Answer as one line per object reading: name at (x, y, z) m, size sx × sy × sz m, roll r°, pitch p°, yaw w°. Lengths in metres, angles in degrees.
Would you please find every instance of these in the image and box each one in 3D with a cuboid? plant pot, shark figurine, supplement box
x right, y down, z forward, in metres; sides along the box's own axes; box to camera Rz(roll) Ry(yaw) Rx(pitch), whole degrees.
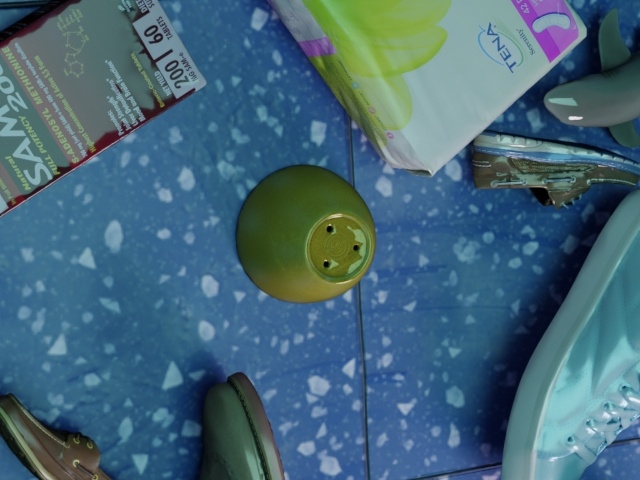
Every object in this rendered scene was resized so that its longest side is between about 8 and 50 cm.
plant pot at (0.000, 0.000, 1.459) m, size 0.134 × 0.095 × 0.134 m, roll -3°, pitch 99°, yaw -22°
shark figurine at (0.353, -0.194, 1.559) m, size 0.166 × 0.116 × 0.278 m, roll 44°, pitch 75°, yaw -37°
supplement box at (-0.236, -0.129, 1.359) m, size 0.239 × 0.073 × 0.130 m, roll -35°, pitch 109°, yaw -13°

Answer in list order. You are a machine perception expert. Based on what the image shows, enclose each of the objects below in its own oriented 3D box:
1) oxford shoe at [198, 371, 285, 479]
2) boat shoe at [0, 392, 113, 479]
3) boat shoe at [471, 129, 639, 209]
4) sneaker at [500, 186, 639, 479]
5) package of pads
oxford shoe at (-0.099, 0.297, 1.450) m, size 0.130 × 0.123 × 0.348 m, roll -4°, pitch 98°, yaw -16°
boat shoe at (-0.232, 0.198, 1.415) m, size 0.060 × 0.064 × 0.178 m, roll -44°, pitch 117°, yaw -16°
boat shoe at (0.235, -0.067, 1.567) m, size 0.183 × 0.066 × 0.066 m, roll 8°, pitch 99°, yaw -13°
sneaker at (0.303, 0.129, 1.550) m, size 0.135 × 0.150 × 0.366 m, roll 27°, pitch 87°, yaw -58°
package of pads at (0.083, -0.233, 1.456) m, size 0.229 × 0.101 × 0.296 m, roll -42°, pitch 110°, yaw -12°
